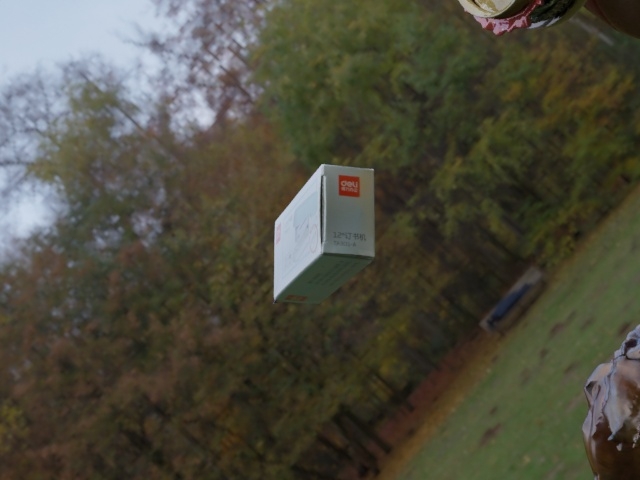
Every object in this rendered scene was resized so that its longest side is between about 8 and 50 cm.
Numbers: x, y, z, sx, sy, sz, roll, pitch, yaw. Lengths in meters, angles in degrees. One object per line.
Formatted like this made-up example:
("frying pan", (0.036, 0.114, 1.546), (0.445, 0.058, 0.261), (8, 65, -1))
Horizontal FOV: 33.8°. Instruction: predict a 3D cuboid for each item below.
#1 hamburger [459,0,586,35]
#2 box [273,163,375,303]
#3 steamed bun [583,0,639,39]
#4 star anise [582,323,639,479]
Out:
("hamburger", (0.241, -0.320, 1.205), (0.137, 0.175, 0.175), (-1, -38, -35))
("box", (0.000, 0.000, 1.500), (0.269, 0.079, 0.135), (135, 138, -67))
("steamed bun", (0.465, -0.487, 1.595), (0.248, 0.235, 0.379), (-20, -45, -6))
("star anise", (0.361, 0.121, 0.990), (0.346, 0.148, 0.237), (-40, -4, 22))
